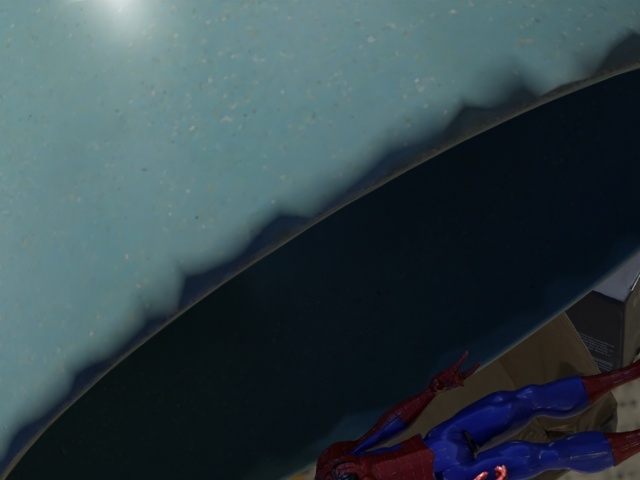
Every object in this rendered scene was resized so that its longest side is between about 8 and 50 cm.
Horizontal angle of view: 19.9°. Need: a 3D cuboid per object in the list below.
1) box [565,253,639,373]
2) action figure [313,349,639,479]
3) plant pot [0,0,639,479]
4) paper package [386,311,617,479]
[{"bbox_3d":[0.292,0.027,1.804,0.093,0.156,0.158,22,152,21],"label":"box"},{"bbox_3d":[0.037,0.053,0.458,0.030,0.115,0.038,65,-176,-58],"label":"action figure"},{"bbox_3d":[-0.026,-0.050,0.605,0.195,0.290,0.290,59,141,17],"label":"plant pot"},{"bbox_3d":[0.000,0.000,1.185,0.309,0.168,0.325,56,174,-23],"label":"paper package"}]
